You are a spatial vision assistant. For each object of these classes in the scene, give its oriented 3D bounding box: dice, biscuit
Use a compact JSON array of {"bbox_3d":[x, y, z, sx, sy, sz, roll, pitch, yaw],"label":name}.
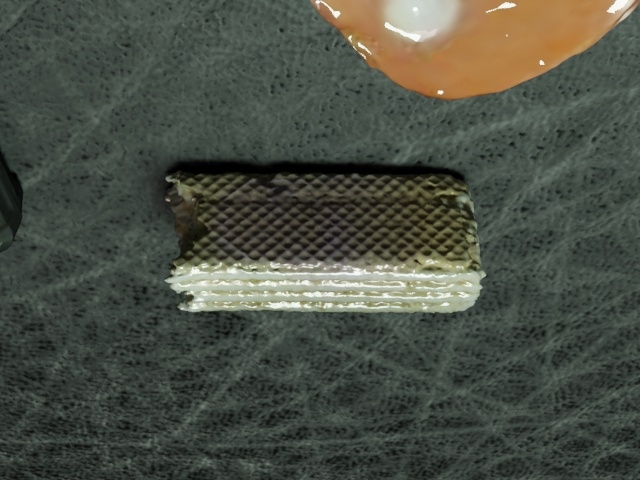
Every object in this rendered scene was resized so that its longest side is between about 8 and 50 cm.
[{"bbox_3d":[0.079,-0.198,0.719,0.179,0.174,0.175,-28,130,21],"label":"dice"},{"bbox_3d":[0.000,0.000,0.948,0.239,0.108,0.062,1,139,-5],"label":"biscuit"}]

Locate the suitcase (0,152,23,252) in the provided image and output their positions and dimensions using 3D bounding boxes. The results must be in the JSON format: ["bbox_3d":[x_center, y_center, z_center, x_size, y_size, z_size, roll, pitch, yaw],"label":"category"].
[{"bbox_3d":[-0.380,-0.058,0.903,0.286,0.066,0.206,-9,133,6],"label":"suitcase"}]
